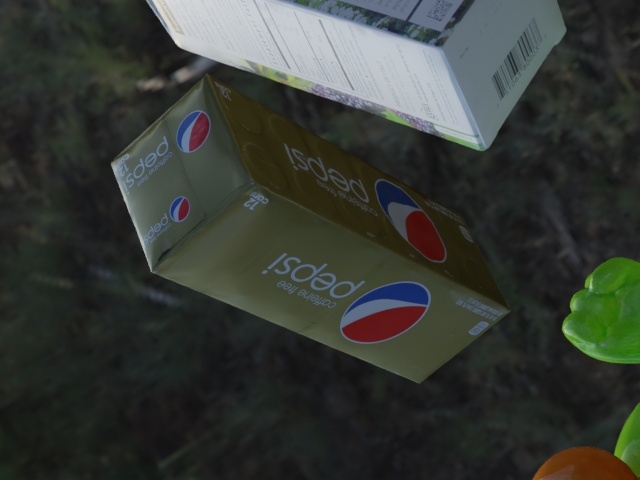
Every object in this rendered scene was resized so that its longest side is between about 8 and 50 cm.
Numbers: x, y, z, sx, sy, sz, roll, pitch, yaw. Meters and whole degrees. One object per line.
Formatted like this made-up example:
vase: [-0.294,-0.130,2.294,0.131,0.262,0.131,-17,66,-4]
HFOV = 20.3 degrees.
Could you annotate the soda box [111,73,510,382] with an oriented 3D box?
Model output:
soda box: [0.000,0.000,0.747,0.058,0.181,0.061,-40,52,21]

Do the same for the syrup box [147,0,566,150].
syrup box: [0.010,-0.145,1.028,0.237,0.093,0.096,21,157,34]

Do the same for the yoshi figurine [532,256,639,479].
yoshi figurine: [0.240,0.013,0.963,0.203,0.362,0.203,22,138,24]
